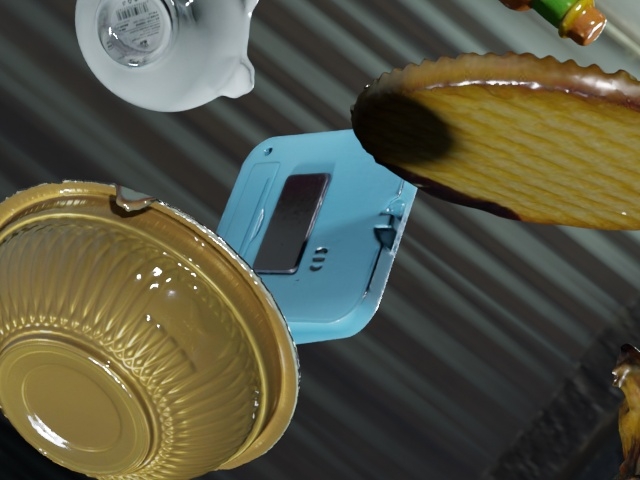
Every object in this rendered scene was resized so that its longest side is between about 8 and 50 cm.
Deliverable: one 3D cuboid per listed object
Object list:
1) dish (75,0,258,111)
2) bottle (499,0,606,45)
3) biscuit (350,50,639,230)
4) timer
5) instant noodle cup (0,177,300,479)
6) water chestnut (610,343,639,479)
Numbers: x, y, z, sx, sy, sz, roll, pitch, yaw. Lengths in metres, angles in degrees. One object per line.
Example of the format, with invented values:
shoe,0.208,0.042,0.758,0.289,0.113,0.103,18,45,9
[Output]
dish,-0.184,-0.248,1.401,0.086,0.236,0.227,-39,142,-70
bottle,0.189,-0.251,1.208,0.069,0.187,0.069,-41,162,-16
biscuit,0.181,-0.076,1.054,0.318,0.318,0.040,141,-37,-72
timer,0.000,0.000,1.361,0.250,0.091,0.231,-3,-121,46
instant noodle cup,-0.156,0.092,0.919,0.274,0.274,0.090,-49,-175,40
water chestnut,0.347,0.246,1.105,0.335,0.347,0.335,-38,-178,1
